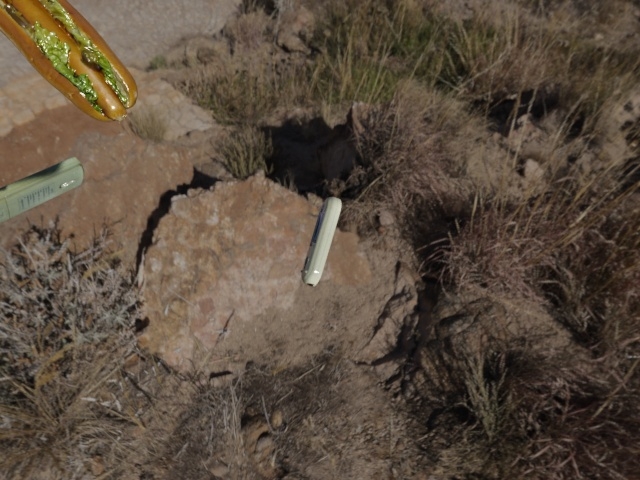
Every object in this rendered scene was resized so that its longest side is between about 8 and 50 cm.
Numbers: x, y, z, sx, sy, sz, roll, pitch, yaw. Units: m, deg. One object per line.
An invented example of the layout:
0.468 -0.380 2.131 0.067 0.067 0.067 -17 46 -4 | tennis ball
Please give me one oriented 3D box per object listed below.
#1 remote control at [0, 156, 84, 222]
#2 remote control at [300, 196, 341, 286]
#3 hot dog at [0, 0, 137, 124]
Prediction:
-0.626 -0.103 0.950 0.038 0.098 0.233 50 52 0 | remote control
0.000 0.000 1.050 0.042 0.078 0.221 20 82 -17 | remote control
-0.476 -0.361 0.822 0.135 0.100 0.337 -44 98 -21 | hot dog
